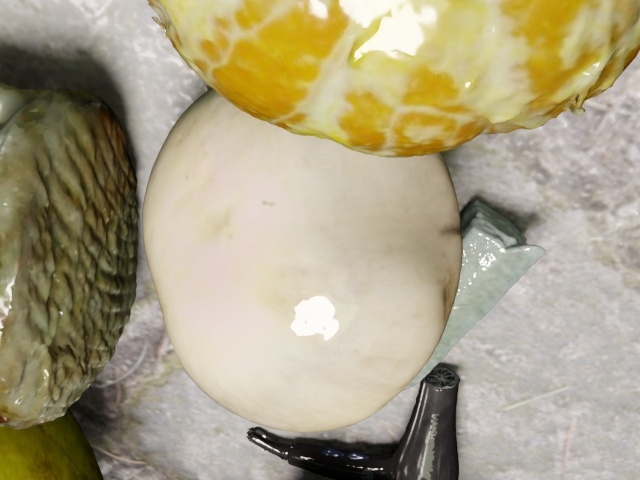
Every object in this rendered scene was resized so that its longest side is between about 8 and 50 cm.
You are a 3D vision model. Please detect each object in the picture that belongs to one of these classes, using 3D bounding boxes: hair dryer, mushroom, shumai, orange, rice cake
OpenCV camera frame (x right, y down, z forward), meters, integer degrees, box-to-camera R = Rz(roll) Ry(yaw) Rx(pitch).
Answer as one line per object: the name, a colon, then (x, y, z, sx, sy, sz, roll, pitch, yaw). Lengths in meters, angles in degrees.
hair dryer: (0.031, 0.203, 0.857, 0.219, 0.075, 0.195, 7, 119, 7)
mushroom: (0.000, 0.000, 0.634, 0.234, 0.254, 0.260, -2, 122, -51)
shumai: (-0.259, 0.001, 0.646, 0.204, 0.222, 0.272, 7, 102, 11)
orange: (0.046, -0.207, 0.434, 0.329, 0.249, 0.329, -1, 107, -3)
rice cake: (0.101, 0.051, 0.738, 0.069, 0.063, 0.206, 30, 120, -11)

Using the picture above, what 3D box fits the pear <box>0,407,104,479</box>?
pear: (-0.375, 0.210, 0.714, 0.413, 0.352, 0.352, 33, 120, -16)
